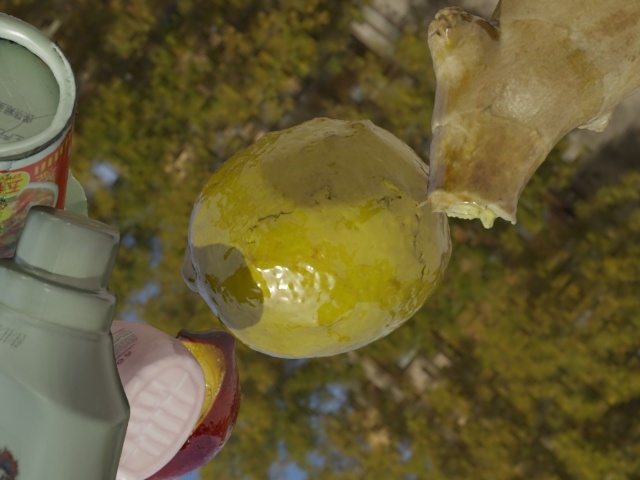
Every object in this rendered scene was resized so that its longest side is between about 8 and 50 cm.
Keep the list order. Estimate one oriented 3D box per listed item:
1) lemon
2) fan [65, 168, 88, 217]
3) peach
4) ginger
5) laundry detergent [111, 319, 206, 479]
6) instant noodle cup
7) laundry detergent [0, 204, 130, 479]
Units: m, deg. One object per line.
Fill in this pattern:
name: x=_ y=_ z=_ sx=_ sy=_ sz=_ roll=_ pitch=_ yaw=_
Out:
lemon: x=-0.002 y=0.001 z=1.711 sx=0.284 sy=0.260 sz=0.260 roll=-8 pitch=-147 yaw=-17
fan: x=-0.256 y=0.020 z=1.462 sx=0.131 sy=0.009 sz=0.240 roll=46 pitch=-139 yaw=-33
peach: x=-0.201 y=0.252 z=2.342 sx=0.159 sy=0.267 sz=0.154 roll=46 pitch=177 yaw=24
ginger: x=0.203 y=-0.188 z=1.247 sx=0.166 sy=0.375 sz=0.236 roll=16 pitch=138 yaw=44
laundry detergent: x=-0.229 y=0.150 z=1.638 sx=0.088 sy=0.159 sz=0.335 roll=41 pitch=166 yaw=-24
instant noodle cup: x=-0.256 y=-0.056 z=1.171 sx=0.193 sy=0.212 sz=0.193 roll=9 pitch=-124 yaw=-14
laundry detergent: x=-0.239 y=0.167 z=1.079 sx=0.264 sy=0.397 sz=0.125 roll=20 pitch=-175 yaw=23
